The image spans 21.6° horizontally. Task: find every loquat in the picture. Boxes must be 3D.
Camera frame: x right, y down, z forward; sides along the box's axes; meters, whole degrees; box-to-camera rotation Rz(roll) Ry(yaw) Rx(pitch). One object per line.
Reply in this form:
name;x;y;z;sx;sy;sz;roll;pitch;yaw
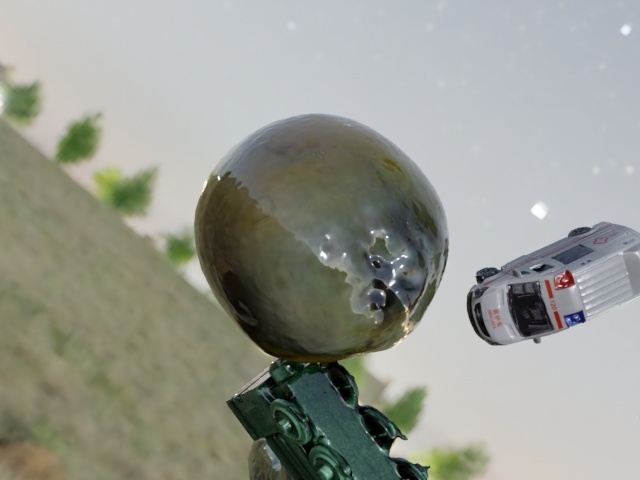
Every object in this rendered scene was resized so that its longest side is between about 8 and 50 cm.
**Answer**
loquat;0.000;0.000;1.165;0.179;0.179;0.227;40;1;-1

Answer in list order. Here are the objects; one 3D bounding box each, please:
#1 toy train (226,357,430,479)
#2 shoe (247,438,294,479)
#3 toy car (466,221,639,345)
toy train;0.010;0.159;1.250;0.170;0.071;0.111;54;-28;-3
shoe;-0.021;0.260;1.714;0.103;0.098;0.275;32;15;-18
toy car;0.268;0.054;1.863;0.108;0.209;0.089;21;-50;65
